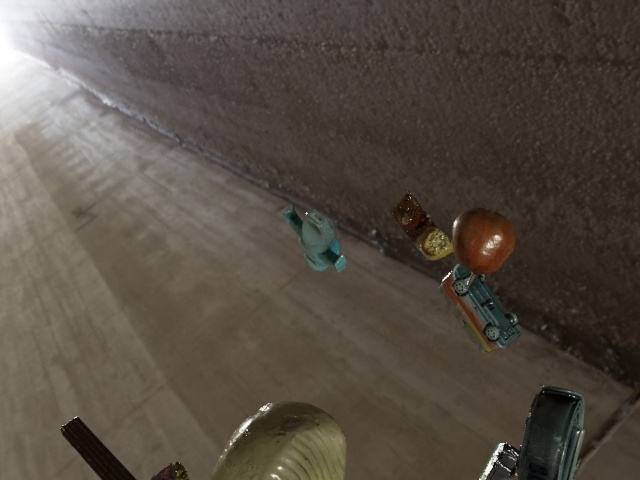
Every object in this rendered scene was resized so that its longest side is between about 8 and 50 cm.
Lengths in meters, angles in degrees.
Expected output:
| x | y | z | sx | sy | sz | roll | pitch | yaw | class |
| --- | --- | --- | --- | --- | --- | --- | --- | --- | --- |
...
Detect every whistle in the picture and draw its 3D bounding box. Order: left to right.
| x | y | z | sx | sy | sz | roll | pitch | yaw | class |
| --- | --- | --- | --- | --- | --- | --- | --- | --- | --- |
| 0.000 | 0.000 | 1.490 | 0.186 | 0.093 | 0.274 | 44 | 168 | 18 | whistle |

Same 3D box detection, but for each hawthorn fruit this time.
| x | y | z | sx | sy | sz | roll | pitch | yaw | class |
| --- | --- | --- | --- | --- | --- | --- | --- | --- | --- |
| 0.369 | 0.016 | 1.431 | 0.149 | 0.149 | 0.189 | 128 | 134 | -75 | hawthorn fruit |

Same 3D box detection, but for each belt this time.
| x | y | z | sx | sy | sz | roll | pitch | yaw | class |
| --- | --- | --- | --- | --- | --- | --- | --- | --- | --- |
| 0.511 | 0.437 | 1.402 | 0.116 | 0.206 | 0.267 | 13 | 117 | 32 | belt |

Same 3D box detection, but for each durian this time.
| x | y | z | sx | sy | sz | roll | pitch | yaw | class |
| --- | --- | --- | --- | --- | --- | --- | --- | --- | --- |
| -0.343 | 0.599 | 1.466 | 0.108 | 0.187 | 0.119 | 38 | -152 | -27 | durian |

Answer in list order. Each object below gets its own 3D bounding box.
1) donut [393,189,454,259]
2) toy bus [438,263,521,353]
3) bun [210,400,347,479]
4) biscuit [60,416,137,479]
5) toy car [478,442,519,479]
| x | y | z | sx | sy | sz | roll | pitch | yaw | class |
| --- | --- | --- | --- | --- | --- | --- | --- | --- | --- |
| 0.294 | -0.019 | 1.803 | 0.217 | 0.085 | 0.141 | 52 | -177 | 34 | donut |
| 0.449 | 0.194 | 1.851 | 0.265 | 0.121 | 0.120 | 56 | 140 | 11 | toy bus |
| -0.106 | 0.515 | 1.374 | 0.234 | 0.362 | 0.326 | 15 | 162 | 34 | bun |
| -0.635 | 0.679 | 1.921 | 0.388 | 0.073 | 0.107 | 33 | 151 | 27 | biscuit |
| 0.464 | 0.614 | 1.688 | 0.071 | 0.165 | 0.062 | 35 | 166 | -6 | toy car |
